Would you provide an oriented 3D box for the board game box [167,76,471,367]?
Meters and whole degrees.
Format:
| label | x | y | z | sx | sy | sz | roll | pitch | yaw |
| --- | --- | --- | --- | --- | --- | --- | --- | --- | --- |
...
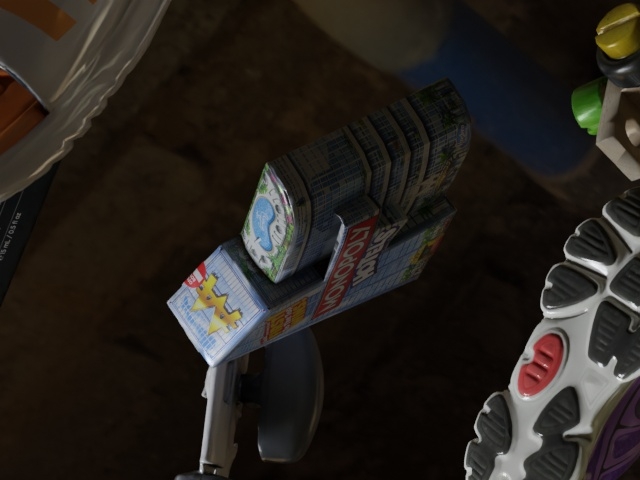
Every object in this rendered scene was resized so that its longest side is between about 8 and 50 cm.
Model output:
| label | x | y | z | sx | sy | sz | roll | pitch | yaw |
| --- | --- | --- | --- | --- | --- | --- | --- | --- | --- |
| board game box | 0.000 | 0.000 | 1.119 | 0.194 | 0.194 | 0.060 | -28 | 71 | -25 |

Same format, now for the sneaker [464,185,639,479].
| label | x | y | z | sx | sy | sz | roll | pitch | yaw |
| --- | --- | --- | --- | --- | --- | --- | --- | --- | --- |
| sneaker | 0.124 | 0.050 | 0.714 | 0.068 | 0.071 | 0.170 | 41 | 104 | 35 |

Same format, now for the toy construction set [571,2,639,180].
| label | x | y | z | sx | sy | sz | roll | pitch | yaw |
| --- | --- | --- | --- | --- | --- | --- | --- | --- | --- |
| toy construction set | 0.296 | -0.050 | 1.059 | 0.237 | 0.257 | 0.309 | -20 | 65 | 32 |

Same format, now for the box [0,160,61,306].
| label | x | y | z | sx | sy | sz | roll | pitch | yaw |
| --- | --- | --- | --- | --- | --- | --- | --- | --- | --- |
| box | -0.282 | -0.020 | 1.038 | 0.103 | 0.184 | 0.261 | 54 | 128 | 39 |

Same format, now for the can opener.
| label | x | y | z | sx | sy | sz | roll | pitch | yaw |
| --- | --- | --- | --- | --- | --- | --- | --- | --- | --- |
| can opener | -0.055 | 0.193 | 1.197 | 0.095 | 0.076 | 0.283 | 2 | 77 | 13 |

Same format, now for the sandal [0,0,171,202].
| label | x | y | z | sx | sy | sz | roll | pitch | yaw |
| --- | --- | --- | --- | --- | --- | --- | --- | --- | --- |
| sandal | -0.094 | -0.112 | 0.588 | 0.102 | 0.076 | 0.265 | -1 | 45 | 40 |
